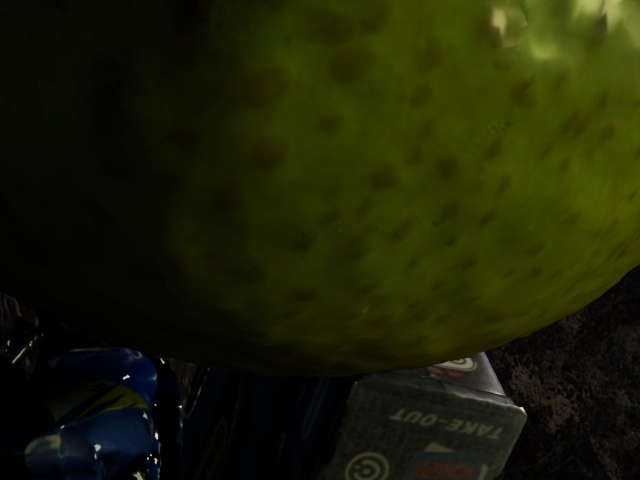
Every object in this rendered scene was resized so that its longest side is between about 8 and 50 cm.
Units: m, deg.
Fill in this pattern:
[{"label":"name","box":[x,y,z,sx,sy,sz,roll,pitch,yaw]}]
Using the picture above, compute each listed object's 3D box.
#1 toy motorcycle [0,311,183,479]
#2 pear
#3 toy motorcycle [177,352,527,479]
[{"label":"toy motorcycle","box":[-0.099,0.099,0.631,0.315,0.113,0.169,-159,-113,-84]},{"label":"pear","box":[-0.015,-0.118,0.535,0.391,0.391,0.391,-5,90,-79]},{"label":"toy motorcycle","box":[-0.023,0.179,0.735,0.212,0.125,0.358,-109,-145,-61]}]
